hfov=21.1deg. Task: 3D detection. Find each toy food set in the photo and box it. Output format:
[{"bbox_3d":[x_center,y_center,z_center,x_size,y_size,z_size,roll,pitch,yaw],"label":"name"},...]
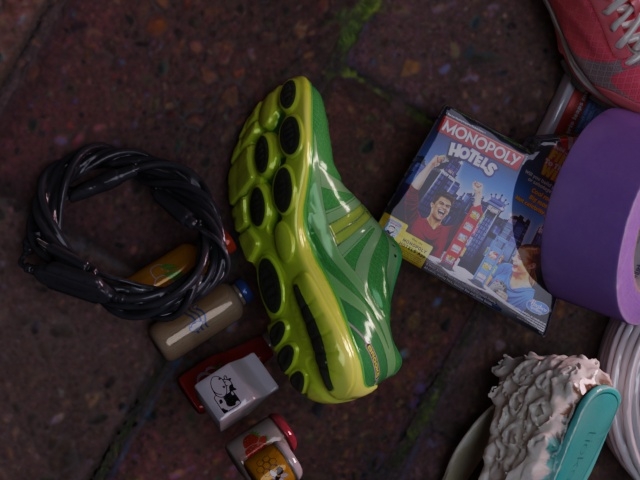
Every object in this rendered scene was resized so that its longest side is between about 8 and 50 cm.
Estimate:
[{"bbox_3d":[-0.069,0.111,1.529,0.104,0.111,0.232,-33,74,-13],"label":"toy food set"}]

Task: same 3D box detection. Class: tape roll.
[{"bbox_3d":[0.283,-0.022,1.581,0.189,0.080,0.189,-33,133,-44],"label":"tape roll"}]

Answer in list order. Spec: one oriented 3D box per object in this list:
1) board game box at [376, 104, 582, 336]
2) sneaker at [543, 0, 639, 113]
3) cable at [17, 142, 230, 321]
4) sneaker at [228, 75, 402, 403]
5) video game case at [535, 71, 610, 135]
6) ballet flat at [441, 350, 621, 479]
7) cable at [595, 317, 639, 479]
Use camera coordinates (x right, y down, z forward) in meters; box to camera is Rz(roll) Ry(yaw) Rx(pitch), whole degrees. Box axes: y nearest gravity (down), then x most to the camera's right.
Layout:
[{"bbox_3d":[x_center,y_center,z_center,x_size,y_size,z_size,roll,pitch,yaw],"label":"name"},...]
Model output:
[{"bbox_3d":[0.172,-0.041,1.616,0.194,0.060,0.194,30,94,-9],"label":"board game box"},{"bbox_3d":[0.258,-0.228,1.575,0.116,0.136,0.314,-40,96,-6],"label":"sneaker"},{"bbox_3d":[-0.163,-0.008,1.497,0.185,0.047,0.150,16,63,7],"label":"cable"},{"bbox_3d":[0.000,0.000,1.546,0.123,0.109,0.295,-3,78,-46],"label":"sneaker"},{"bbox_3d":[0.370,-0.124,1.703,0.285,0.025,0.204,26,88,-19],"label":"video game case"},{"bbox_3d":[0.160,0.293,1.631,0.147,0.147,0.408,24,86,-19],"label":"ballet flat"},{"bbox_3d":[0.390,0.143,1.706,0.257,0.089,0.257,44,83,-18],"label":"cable"}]
